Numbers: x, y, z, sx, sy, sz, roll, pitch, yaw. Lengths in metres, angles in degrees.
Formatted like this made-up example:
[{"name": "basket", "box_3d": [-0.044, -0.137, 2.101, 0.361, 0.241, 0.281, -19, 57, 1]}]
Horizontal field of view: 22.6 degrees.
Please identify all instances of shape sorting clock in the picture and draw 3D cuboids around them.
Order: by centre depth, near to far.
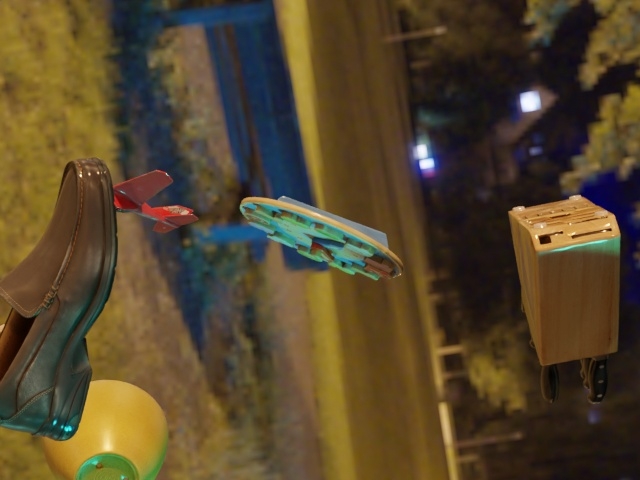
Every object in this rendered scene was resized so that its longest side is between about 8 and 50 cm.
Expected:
[{"name": "shape sorting clock", "box_3d": [0.000, 0.000, 1.883, 0.206, 0.206, 0.040, 63, 44, -74]}]

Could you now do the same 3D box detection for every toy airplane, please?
[{"name": "toy airplane", "box_3d": [-0.200, -0.037, 1.767, 0.151, 0.151, 0.028, 67, 20, -69]}]

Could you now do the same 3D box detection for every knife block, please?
[{"name": "knife block", "box_3d": [0.271, 0.081, 1.718, 0.275, 0.088, 0.242, -95, 173, -83]}]

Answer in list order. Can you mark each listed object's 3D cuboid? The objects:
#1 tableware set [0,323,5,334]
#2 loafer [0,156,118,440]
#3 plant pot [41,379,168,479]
[{"name": "tableware set", "box_3d": [-0.310, 0.083, 1.307, 0.168, 0.141, 0.020, 49, -22, 33]}, {"name": "loafer", "box_3d": [-0.160, 0.033, 0.935, 0.062, 0.061, 0.170, 16, -84, 66]}, {"name": "plant pot", "box_3d": [-0.222, 0.226, 1.667, 0.095, 0.134, 0.134, -113, -169, -66]}]
